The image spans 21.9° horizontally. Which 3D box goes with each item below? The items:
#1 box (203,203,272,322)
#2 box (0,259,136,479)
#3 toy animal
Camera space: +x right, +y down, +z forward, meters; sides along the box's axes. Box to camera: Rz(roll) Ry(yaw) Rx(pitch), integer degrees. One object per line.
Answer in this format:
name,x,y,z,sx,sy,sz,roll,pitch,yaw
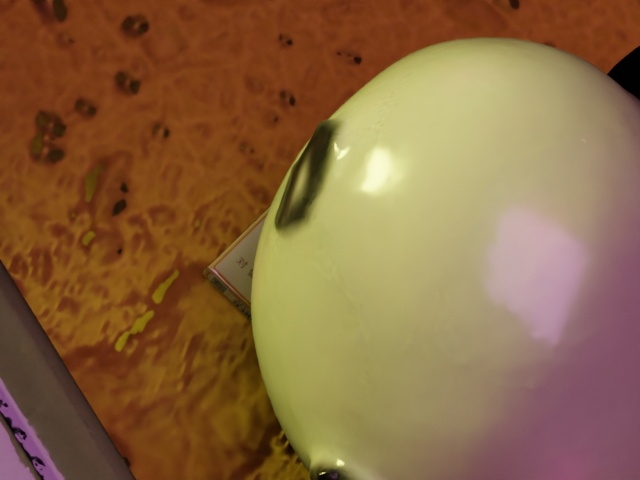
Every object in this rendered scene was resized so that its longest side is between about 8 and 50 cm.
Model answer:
box,0.000,0.000,0.622,0.046,0.012,0.083,44,66,0
box,-0.098,0.080,0.515,0.055,0.103,0.244,-30,84,-28
toy animal,0.091,0.017,0.563,0.235,0.165,0.187,-11,83,-19
